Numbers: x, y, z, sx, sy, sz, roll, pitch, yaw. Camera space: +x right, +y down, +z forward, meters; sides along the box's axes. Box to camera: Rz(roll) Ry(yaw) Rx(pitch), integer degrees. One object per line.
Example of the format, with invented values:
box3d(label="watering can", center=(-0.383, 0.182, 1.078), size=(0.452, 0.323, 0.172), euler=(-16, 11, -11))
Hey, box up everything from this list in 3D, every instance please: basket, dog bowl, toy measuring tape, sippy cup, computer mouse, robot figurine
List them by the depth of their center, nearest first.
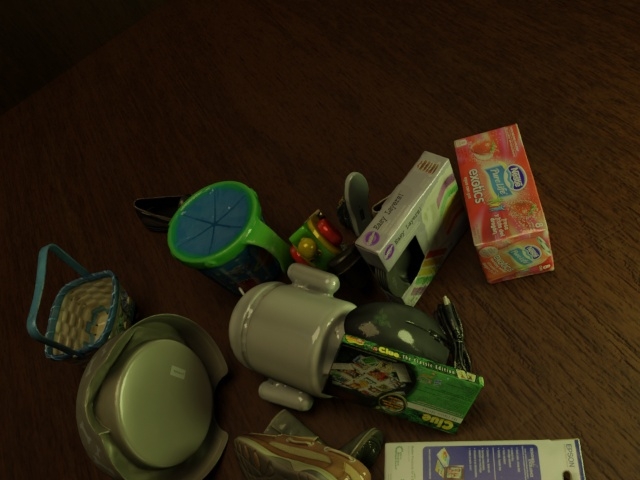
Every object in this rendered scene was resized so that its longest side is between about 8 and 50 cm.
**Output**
box3d(label="computer mouse", center=(0.176, 0.171, 1.164), size=(0.072, 0.272, 0.188), euler=(-52, 35, 45))
box3d(label="dog bowl", center=(-0.332, 0.329, 1.248), size=(0.102, 0.349, 0.348), euler=(-15, 50, 32))
box3d(label="robot figurine", center=(-0.047, 0.201, 1.281), size=(0.354, 0.200, 0.299), euler=(14, 87, 33))
box3d(label="toy measuring tape", center=(0.000, 0.000, 1.424), size=(0.121, 0.121, 0.330), euler=(-22, 7, 10))
box3d(label="sippy cup", center=(-0.210, 0.014, 1.487), size=(0.240, 0.224, 0.305), euler=(-34, 48, -1))
box3d(label="basket", center=(-0.590, 0.172, 1.513), size=(0.201, 0.289, 0.254), euler=(-21, 52, 18))

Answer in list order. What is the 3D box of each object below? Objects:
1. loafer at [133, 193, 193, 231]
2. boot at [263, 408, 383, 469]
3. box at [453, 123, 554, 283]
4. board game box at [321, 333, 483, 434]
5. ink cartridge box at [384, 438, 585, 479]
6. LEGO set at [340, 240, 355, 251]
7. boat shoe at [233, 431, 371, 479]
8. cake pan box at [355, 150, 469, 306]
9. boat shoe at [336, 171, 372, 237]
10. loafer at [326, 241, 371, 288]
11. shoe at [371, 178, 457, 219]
box3d(label="loafer", center=(-0.398, -0.082, 1.737), size=(0.303, 0.095, 0.109), euler=(-2, 56, 25))
box3d(label="boot", center=(-0.004, 0.398, 1.209), size=(0.189, 0.076, 0.208), euler=(-47, 42, -14))
box3d(label="box", center=(0.386, -0.080, 1.309), size=(0.142, 0.154, 0.299), euler=(-14, 50, 17))
box3d(label="board game box", center=(0.144, 0.261, 1.109), size=(0.260, 0.136, 0.030), euler=(18, 30, -2))
box3d(label="ink cartridge box", center=(0.273, 0.426, 1.038), size=(0.333, 0.065, 0.165), euler=(-7, 52, 20))
box3d(label="LEGO set", center=(0.062, 0.018, 1.482), size=(0.083, 0.023, 0.054), euler=(-34, 48, -1))
box3d(label="boat shoe", center=(-0.039, 0.412, 1.110), size=(0.116, 0.123, 0.324), euler=(-21, 16, -38))
box3d(label="cake pan box", center=(0.198, -0.011, 1.288), size=(0.070, 0.245, 0.267), euler=(26, 69, 38))
box3d(label="boat shoe", center=(0.069, -0.089, 1.456), size=(0.065, 0.183, 0.083), euler=(-34, 42, -25))
box3d(label="loafer", center=(0.078, 0.061, 1.328), size=(0.080, 0.220, 0.078), euler=(-37, 76, 9))
box3d(label="shoe", center=(0.222, -0.101, 1.467), size=(0.219, 0.058, 0.076), euler=(-26, 49, 7))
